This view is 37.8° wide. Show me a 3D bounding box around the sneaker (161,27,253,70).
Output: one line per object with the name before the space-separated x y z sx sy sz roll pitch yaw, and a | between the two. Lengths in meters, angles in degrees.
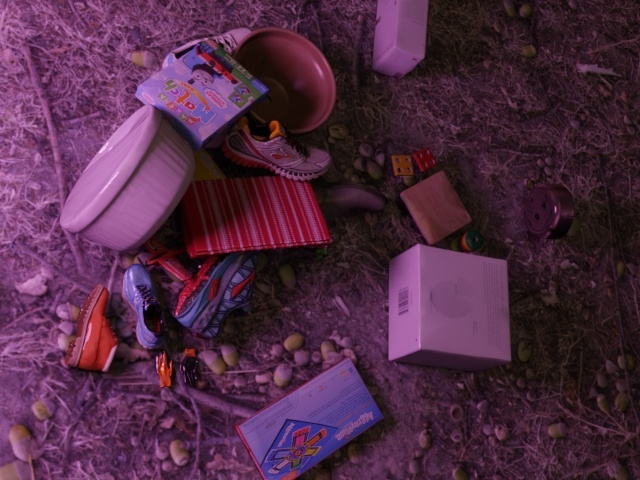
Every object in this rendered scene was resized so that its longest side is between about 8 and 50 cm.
sneaker | -0.221 -0.386 1.934 0.237 0.086 0.085 -32 87 -32

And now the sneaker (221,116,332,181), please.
sneaker | -0.077 -0.182 1.851 0.225 0.092 0.088 11 38 -24

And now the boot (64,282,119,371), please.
boot | -0.397 0.159 1.686 0.085 0.059 0.158 20 74 -23

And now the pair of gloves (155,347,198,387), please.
pair of gloves | -0.268 0.237 1.748 0.083 0.010 0.074 2 71 -29

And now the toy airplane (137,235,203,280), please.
toy airplane | -0.282 0.023 1.783 0.151 0.028 0.151 11 43 -10

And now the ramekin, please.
ramekin | -0.338 -0.103 1.688 0.127 0.273 0.273 37 61 -24

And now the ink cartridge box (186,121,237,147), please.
ink cartridge box | -0.236 -0.268 1.865 0.092 0.090 0.143 -5 67 -49

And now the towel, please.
towel | -0.133 -0.050 1.801 0.275 0.031 0.199 -5 47 -18

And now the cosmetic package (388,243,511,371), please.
cosmetic package | 0.270 0.146 1.970 0.225 0.138 0.224 10 69 -22

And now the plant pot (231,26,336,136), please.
plant pot | -0.094 -0.316 1.960 0.237 0.110 0.237 8 71 -24

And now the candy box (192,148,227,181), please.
candy box | -0.254 -0.132 1.866 0.105 0.027 0.206 -37 92 -31

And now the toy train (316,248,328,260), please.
toy train | 0.000 0.000 1.900 0.024 0.017 0.083 -7 98 6

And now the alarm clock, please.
alarm clock | 0.521 -0.081 2.186 0.064 0.129 0.192 4 43 -22

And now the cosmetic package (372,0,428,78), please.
cosmetic package | 0.185 -0.504 2.157 0.085 0.117 0.231 16 66 -21

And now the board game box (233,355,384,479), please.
board game box | -0.018 0.354 1.823 0.281 0.027 0.145 -27 85 -31

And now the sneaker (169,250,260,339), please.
sneaker | -0.178 0.083 1.810 0.262 0.104 0.125 -51 118 -27

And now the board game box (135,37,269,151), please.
board game box | -0.221 -0.281 1.779 0.160 0.039 0.211 42 51 3

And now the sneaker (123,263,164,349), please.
sneaker | -0.315 0.115 1.727 0.063 0.073 0.162 -12 75 -29

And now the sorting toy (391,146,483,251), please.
sorting toy | 0.245 -0.077 2.084 0.132 0.046 0.274 -29 88 -31

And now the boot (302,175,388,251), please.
boot | 0.017 -0.047 1.957 0.246 0.083 0.161 12 79 -21
